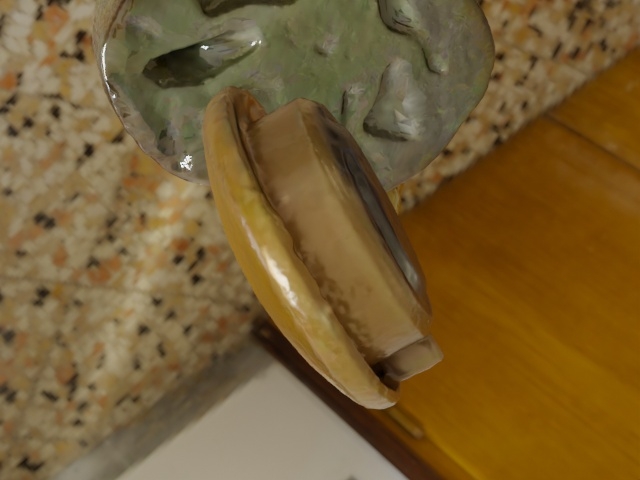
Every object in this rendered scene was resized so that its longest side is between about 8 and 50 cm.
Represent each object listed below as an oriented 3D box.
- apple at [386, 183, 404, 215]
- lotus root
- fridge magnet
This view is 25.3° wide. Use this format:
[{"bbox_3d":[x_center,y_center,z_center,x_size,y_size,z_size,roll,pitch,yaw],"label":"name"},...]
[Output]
[{"bbox_3d":[0.000,-0.052,1.626,0.195,0.173,0.160,134,-22,-70],"label":"apple"},{"bbox_3d":[-0.016,-0.206,1.349,0.391,0.111,0.374,7,112,-23],"label":"lotus root"},{"bbox_3d":[0.000,0.000,0.566,0.063,0.143,0.143,-27,140,8],"label":"fridge magnet"}]
